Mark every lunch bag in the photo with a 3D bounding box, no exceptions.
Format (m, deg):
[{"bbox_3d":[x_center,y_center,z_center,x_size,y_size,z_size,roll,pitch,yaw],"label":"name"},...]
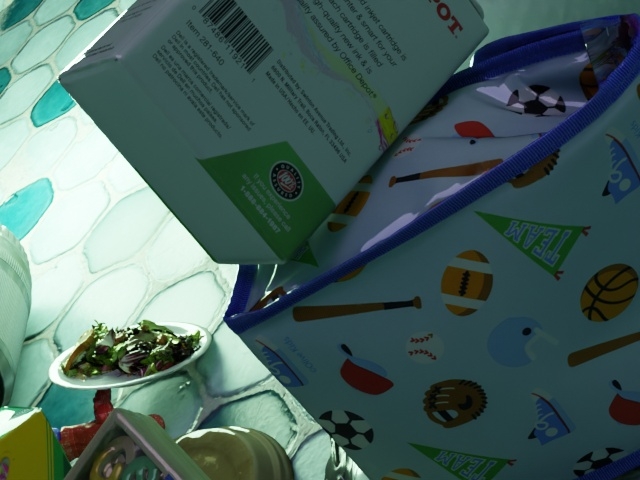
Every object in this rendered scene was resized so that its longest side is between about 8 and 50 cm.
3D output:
[{"bbox_3d":[0.171,0.026,1.172,0.385,0.328,0.239,-30,30,22],"label":"lunch bag"}]

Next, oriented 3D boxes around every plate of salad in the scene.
[{"bbox_3d":[-0.229,0.127,1.691,0.200,0.048,0.200,-9,16,3],"label":"plate of salad"}]

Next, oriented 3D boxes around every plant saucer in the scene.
[{"bbox_3d":[-0.149,0.299,1.461,0.278,0.041,0.278,-28,33,20],"label":"plant saucer"}]

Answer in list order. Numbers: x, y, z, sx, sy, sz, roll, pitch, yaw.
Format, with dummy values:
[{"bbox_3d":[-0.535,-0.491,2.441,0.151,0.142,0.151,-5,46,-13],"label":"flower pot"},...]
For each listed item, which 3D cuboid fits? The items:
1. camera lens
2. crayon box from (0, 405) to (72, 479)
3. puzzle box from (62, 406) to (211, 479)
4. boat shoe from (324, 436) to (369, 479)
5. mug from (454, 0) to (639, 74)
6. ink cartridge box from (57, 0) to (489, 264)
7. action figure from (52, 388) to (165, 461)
[{"bbox_3d":[-0.511,0.116,1.926,0.219,0.219,0.274,-30,32,19],"label":"camera lens"},{"bbox_3d":[-0.380,0.316,1.488,0.081,0.165,0.278,-4,25,46],"label":"crayon box"},{"bbox_3d":[-0.188,0.372,1.110,0.272,0.052,0.409,39,96,37],"label":"puzzle box"},{"bbox_3d":[0.036,0.215,1.326,0.076,0.080,0.228,-38,29,17],"label":"boat shoe"},{"bbox_3d":[0.153,-0.219,1.538,0.328,0.276,0.374,-35,-19,-24],"label":"mug"},{"bbox_3d":[-0.029,-0.147,1.107,0.278,0.201,0.117,-49,23,-24],"label":"ink cartridge box"},{"bbox_3d":[-0.317,0.228,1.659,0.280,0.091,0.139,-11,16,1],"label":"action figure"}]
